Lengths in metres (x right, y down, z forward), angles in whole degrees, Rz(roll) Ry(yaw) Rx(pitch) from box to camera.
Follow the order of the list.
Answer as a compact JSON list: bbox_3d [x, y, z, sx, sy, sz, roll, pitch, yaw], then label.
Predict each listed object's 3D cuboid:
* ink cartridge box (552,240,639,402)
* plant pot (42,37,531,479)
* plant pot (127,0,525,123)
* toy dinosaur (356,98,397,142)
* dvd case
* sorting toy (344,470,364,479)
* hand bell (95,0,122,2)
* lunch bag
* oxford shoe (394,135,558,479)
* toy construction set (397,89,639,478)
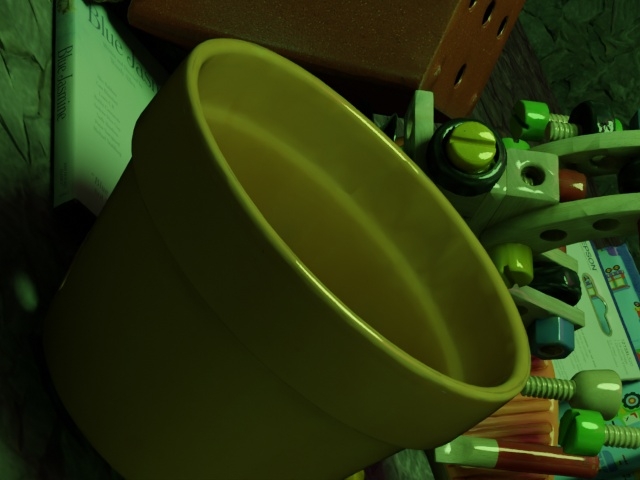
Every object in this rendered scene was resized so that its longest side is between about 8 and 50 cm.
[{"bbox_3d":[0.165,0.078,1.583,0.371,0.069,0.176,0,64,-40],"label":"ink cartridge box"},{"bbox_3d":[-0.037,0.046,1.011,0.291,0.203,0.291,38,23,-19],"label":"plant pot"},{"bbox_3d":[0.039,-0.232,1.320,0.235,0.267,0.267,27,4,18],"label":"plant pot"},{"bbox_3d":[0.000,0.000,1.326,0.322,0.164,0.218,54,-15,32],"label":"toy dinosaur"},{"bbox_3d":[-0.143,-0.070,1.221,0.180,0.022,0.253,46,26,-43],"label":"dvd case"},{"bbox_3d":[-0.024,0.241,1.131,0.196,0.047,0.348,66,19,-9],"label":"sorting toy"},{"bbox_3d":[-0.137,-0.240,1.318,0.126,0.126,0.242,60,25,-15],"label":"hand bell"},{"bbox_3d":[0.274,0.136,1.759,0.138,0.221,0.293,55,16,-60],"label":"lunch bag"},{"bbox_3d":[0.105,0.096,1.371,0.130,0.133,0.364,3,61,-29],"label":"oxford shoe"},{"bbox_3d":[0.129,0.023,1.222,0.257,0.237,0.309,175,-79,-74],"label":"toy construction set"}]
